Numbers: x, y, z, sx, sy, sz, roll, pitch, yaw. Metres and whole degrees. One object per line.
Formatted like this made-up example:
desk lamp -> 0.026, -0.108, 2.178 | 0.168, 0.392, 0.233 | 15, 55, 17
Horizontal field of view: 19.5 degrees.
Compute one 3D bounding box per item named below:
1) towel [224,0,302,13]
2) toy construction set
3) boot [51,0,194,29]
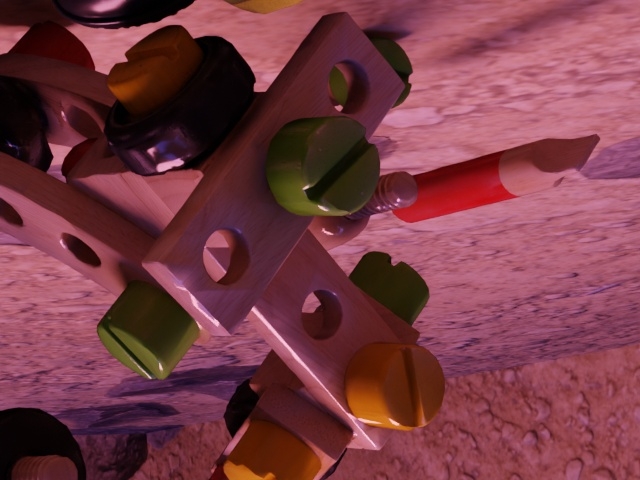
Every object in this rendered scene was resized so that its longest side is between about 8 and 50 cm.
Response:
towel -> -0.089, -0.100, 0.527 | 0.237, 0.021, 0.102 | 8, 166, -34
toy construction set -> 0.000, 0.000, 0.769 | 0.309, 0.257, 0.237 | -27, -172, -36
boot -> -0.052, -0.111, 0.624 | 0.121, 0.045, 0.099 | -14, 170, 14
